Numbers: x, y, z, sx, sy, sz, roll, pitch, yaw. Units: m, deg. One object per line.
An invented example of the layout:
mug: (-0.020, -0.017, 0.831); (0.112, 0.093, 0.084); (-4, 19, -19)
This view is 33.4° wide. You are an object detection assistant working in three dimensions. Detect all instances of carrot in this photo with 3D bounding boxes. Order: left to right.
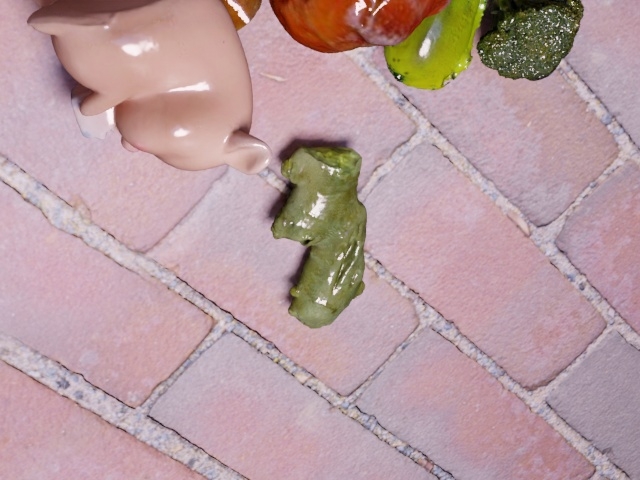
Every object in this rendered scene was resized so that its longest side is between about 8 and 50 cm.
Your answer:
carrot: (-0.160, -0.336, 1.251); (0.061, 0.061, 0.209); (-45, 121, 6)

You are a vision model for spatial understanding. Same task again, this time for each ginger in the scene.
ginger: (0.000, -0.005, 1.487); (0.137, 0.089, 0.290); (-30, 132, -27)

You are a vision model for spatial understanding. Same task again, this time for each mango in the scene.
mango: (0.150, -0.282, 1.382); (0.119, 0.100, 0.178); (21, 102, -47)

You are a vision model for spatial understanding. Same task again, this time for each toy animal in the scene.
toy animal: (-0.190, -0.190, 1.238); (0.212, 0.195, 0.256); (-20, 127, -2)

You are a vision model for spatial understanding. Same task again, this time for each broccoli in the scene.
broccoli: (0.276, -0.279, 1.416); (0.145, 0.138, 0.162); (-24, 173, 33)

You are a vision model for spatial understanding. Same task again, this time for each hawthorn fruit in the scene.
hawthorn fruit: (0.033, -0.356, 1.214); (0.241, 0.242, 0.272); (-27, 119, -6)
